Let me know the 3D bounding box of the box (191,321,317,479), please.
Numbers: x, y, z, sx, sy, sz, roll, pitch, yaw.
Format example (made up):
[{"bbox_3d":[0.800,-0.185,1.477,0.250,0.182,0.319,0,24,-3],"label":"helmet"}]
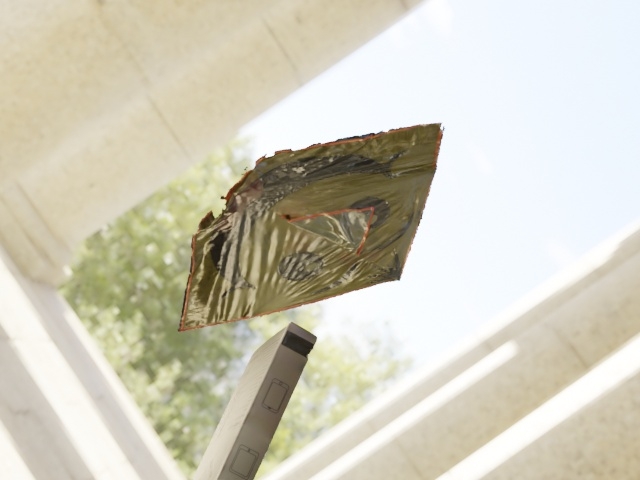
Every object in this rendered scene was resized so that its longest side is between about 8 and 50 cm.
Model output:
[{"bbox_3d":[-0.080,0.194,1.148,0.033,0.247,0.129,29,-22,-9],"label":"box"}]

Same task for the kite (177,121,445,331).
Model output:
[{"bbox_3d":[-0.001,-0.002,1.461,0.327,0.377,0.013,25,31,-50],"label":"kite"}]
